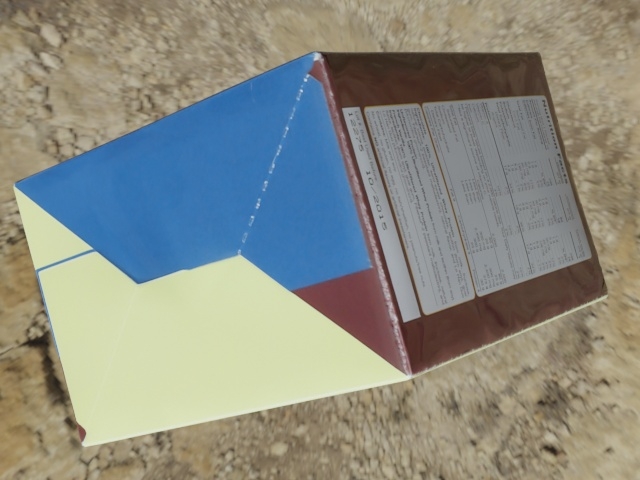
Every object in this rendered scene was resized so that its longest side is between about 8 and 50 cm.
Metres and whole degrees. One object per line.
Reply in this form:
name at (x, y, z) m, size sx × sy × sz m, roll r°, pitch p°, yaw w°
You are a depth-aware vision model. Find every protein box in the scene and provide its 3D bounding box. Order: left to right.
protein box at (0.000, 0.000, 0.591) m, size 0.199 × 0.201 × 0.136 m, roll -17°, pitch 87°, yaw 37°
